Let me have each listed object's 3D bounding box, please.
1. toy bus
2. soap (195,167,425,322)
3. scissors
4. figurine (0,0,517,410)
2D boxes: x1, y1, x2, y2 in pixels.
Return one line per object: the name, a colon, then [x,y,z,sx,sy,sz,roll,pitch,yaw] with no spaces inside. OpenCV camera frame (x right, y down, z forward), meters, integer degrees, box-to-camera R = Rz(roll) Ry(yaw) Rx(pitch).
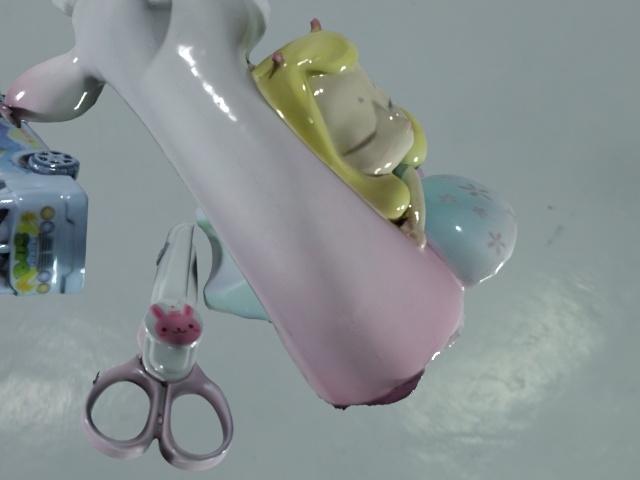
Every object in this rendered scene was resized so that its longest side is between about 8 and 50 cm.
toy bus: [-0.316,-0.057,1.108,0.136,0.330,0.109,-3,115,-29]
soap: [0.000,0.000,1.001,0.193,0.324,0.109,-9,94,-17]
scissors: [-0.122,0.079,0.989,0.118,0.242,0.030,13,135,-11]
figurine: [-0.034,-0.105,0.653,0.206,0.284,0.315,-20,115,41]
